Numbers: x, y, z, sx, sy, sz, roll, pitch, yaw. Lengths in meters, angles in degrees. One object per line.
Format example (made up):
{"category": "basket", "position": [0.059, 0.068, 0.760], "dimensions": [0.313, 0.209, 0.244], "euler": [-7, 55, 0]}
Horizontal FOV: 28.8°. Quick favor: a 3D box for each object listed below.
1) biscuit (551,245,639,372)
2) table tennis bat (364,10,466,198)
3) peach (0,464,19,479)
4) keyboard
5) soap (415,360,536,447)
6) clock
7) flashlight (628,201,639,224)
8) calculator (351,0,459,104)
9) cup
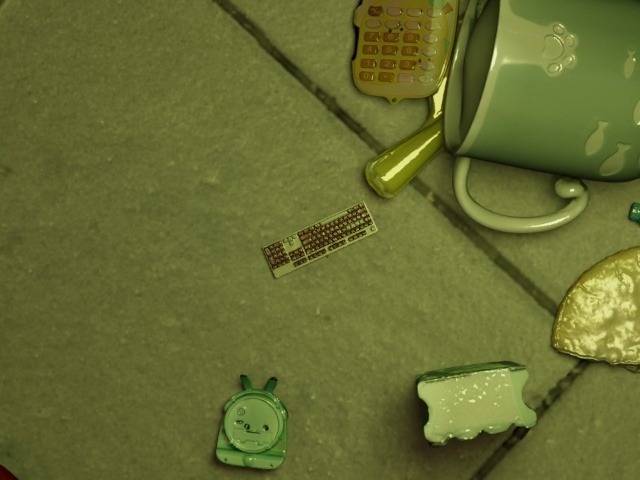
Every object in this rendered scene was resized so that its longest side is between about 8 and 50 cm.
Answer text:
{"category": "biscuit", "position": [0.456, 0.105, 1.776], "dimensions": [0.265, 0.040, 0.188], "euler": [-27, 85, 3]}
{"category": "table tennis bat", "position": [0.217, -0.190, 1.795], "dimensions": [0.369, 0.054, 0.224], "euler": [-41, 89, -2]}
{"category": "peach", "position": [-0.517, 0.471, 1.718], "dimensions": [0.281, 0.281, 0.338], "euler": [-13, 84, 3]}
{"category": "keyboard", "position": [0.000, 0.000, 1.818], "dimensions": [0.166, 0.017, 0.055], "euler": [-25, 88, 3]}
{"category": "soap", "position": [0.204, 0.212, 1.680], "dimensions": [0.150, 0.261, 0.094], "euler": [-14, 84, 3]}
{"category": "clock", "position": [-0.097, 0.261, 1.806], "dimensions": [0.101, 0.041, 0.135], "euler": [5, 89, 4]}
{"category": "flashlight", "position": [0.502, -0.020, 1.772], "dimensions": [0.129, 0.051, 0.051], "euler": [17, 90, 9]}
{"category": "calculator", "position": [0.122, -0.309, 1.787], "dimensions": [0.157, 0.033, 0.236], "euler": [7, 85, 22]}
{"category": "cup", "position": [0.318, -0.167, 1.672], "dimensions": [0.274, 0.259, 0.356], "euler": [10, 114, -5]}
